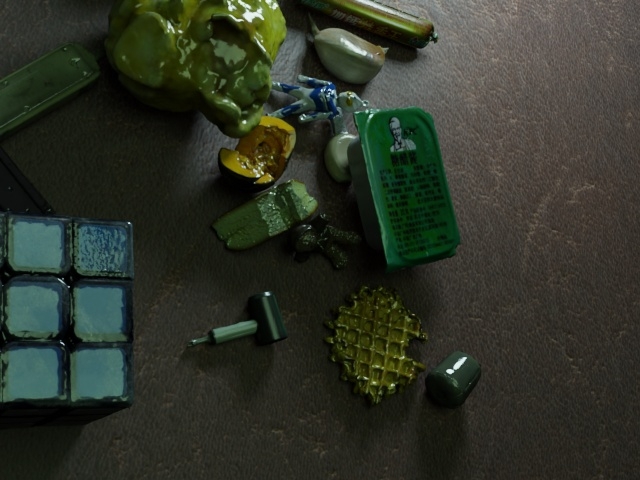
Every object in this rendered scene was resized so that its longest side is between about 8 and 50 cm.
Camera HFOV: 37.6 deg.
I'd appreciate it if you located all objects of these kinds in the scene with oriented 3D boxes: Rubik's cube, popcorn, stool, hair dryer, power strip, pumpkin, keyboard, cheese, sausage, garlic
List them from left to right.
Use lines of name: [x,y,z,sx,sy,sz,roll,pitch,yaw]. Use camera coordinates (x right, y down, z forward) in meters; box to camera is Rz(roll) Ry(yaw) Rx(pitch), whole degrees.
keyboard: [-0.564,-0.114,1.650,0.072,0.023,0.231,-46,118,-26]
Rubik's cube: [-0.479,0.135,1.492,0.301,0.304,0.305,5,70,-26]
power strip: [-0.548,-0.259,1.724,0.387,0.066,0.092,-39,93,-29]
popcorn: [-0.248,-0.373,1.828,0.334,0.293,0.292,14,100,-3]
hair dryer: [-0.165,0.167,1.799,0.198,0.057,0.100,-15,80,-25]
pumpkin: [-0.131,-0.157,1.881,0.119,0.107,0.183,35,51,11]
garlic: [0.051,-0.425,2.093,0.198,0.090,0.128,20,50,-14]
cheese: [0.055,-0.205,2.033,0.092,0.047,0.171,14,68,-24]
sausage: [0.115,-0.515,2.152,0.371,0.082,0.082,15,68,-25]
stool: [0.279,0.290,1.967,0.110,0.096,0.096,-41,95,-35]

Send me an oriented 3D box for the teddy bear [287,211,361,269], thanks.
teddy bear: [-0.002,-0.005,1.919,0.160,0.119,0.078,13,29,-40]

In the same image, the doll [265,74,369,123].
doll: [-0.007,-0.303,2.005,0.227,0.057,0.114,-1,69,-13]

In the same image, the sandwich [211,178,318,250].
sandwich: [-0.093,-0.057,1.883,0.244,0.088,0.090,-29,92,-32]

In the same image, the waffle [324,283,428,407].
waffle: [0.120,0.208,1.935,0.229,0.051,0.231,-32,90,-29]

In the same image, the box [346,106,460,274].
box: [0.157,-0.107,1.989,0.264,0.106,0.336,-10,87,-47]
